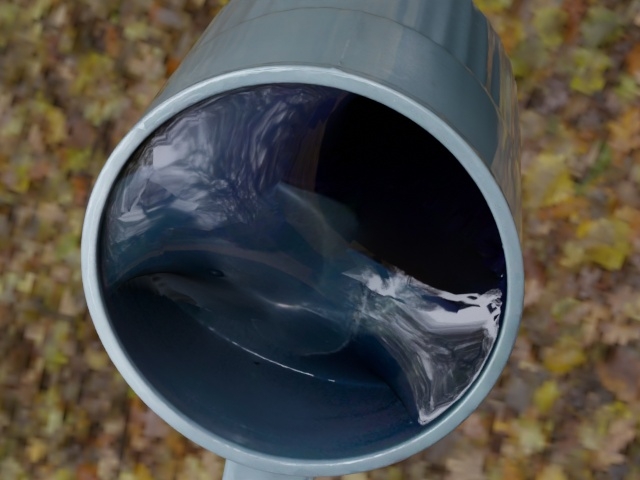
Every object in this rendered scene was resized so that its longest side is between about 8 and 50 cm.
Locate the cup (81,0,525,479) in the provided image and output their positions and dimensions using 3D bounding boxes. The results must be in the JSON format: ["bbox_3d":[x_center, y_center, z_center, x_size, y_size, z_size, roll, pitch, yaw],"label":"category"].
[{"bbox_3d":[0.018,-0.008,1.196,0.256,0.311,0.331,-15,111,14],"label":"cup"}]
